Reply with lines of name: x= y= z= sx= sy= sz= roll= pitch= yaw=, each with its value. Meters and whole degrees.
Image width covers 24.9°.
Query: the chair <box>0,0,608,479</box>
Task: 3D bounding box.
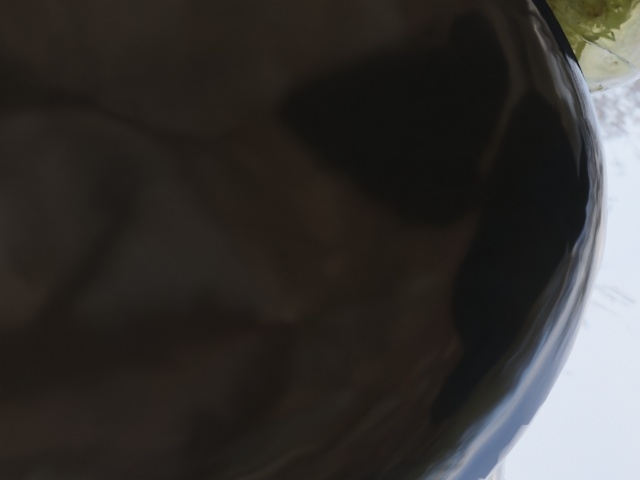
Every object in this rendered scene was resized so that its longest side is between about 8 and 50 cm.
chair: x=-0.105 y=0.055 z=0.561 sx=0.362 sy=0.364 sz=0.410 roll=-45 pitch=167 yaw=-31

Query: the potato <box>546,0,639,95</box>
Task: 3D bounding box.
potato: x=0.145 y=-0.141 z=0.591 sx=0.225 sy=0.090 sz=0.117 roll=-48 pitch=-165 yaw=49
